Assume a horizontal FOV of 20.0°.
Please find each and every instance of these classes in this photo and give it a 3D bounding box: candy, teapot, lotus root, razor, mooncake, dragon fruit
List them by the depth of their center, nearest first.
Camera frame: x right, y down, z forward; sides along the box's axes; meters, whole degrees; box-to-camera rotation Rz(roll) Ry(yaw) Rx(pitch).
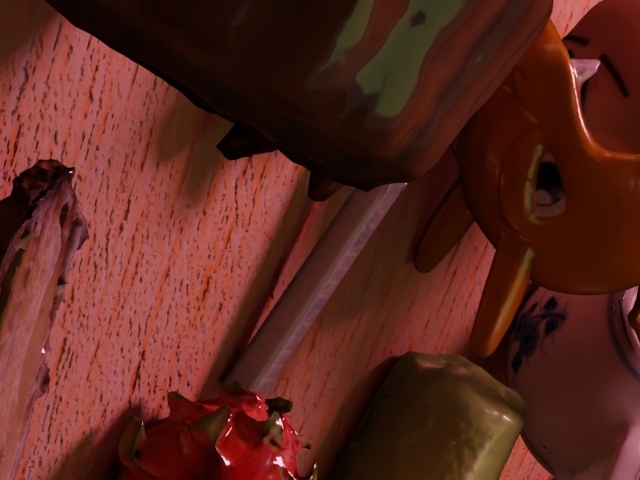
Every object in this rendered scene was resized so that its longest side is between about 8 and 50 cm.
[{"bbox_3d":[-0.030,-0.146,0.940,0.161,0.290,0.290,-55,153,6],"label":"mooncake"},{"bbox_3d":[-0.226,0.099,1.093,0.167,0.078,0.329,-50,161,-70],"label":"lotus root"},{"bbox_3d":[-0.107,0.201,1.334,0.236,0.135,0.137,-33,153,-9],"label":"dragon fruit"},{"bbox_3d":[0.008,0.006,1.391,0.111,0.056,0.278,10,109,-62],"label":"razor"},{"bbox_3d":[0.067,0.265,1.664,0.343,0.142,0.132,-63,165,10],"label":"candy"},{"bbox_3d":[0.294,0.151,1.824,0.280,0.252,0.424,-51,-168,51],"label":"teapot"}]

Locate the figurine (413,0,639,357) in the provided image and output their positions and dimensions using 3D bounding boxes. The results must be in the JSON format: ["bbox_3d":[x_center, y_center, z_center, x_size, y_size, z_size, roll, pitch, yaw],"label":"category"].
[{"bbox_3d":[0.296,-0.040,1.526,0.387,0.268,0.401,-3,88,-21],"label":"figurine"}]

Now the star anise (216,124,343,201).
[{"bbox_3d":[0.034,-0.139,1.218,0.272,0.102,0.272,-26,132,-33],"label":"star anise"}]

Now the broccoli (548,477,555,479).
[{"bbox_3d":[0.320,0.424,2.142,0.275,0.308,0.308,-36,155,12],"label":"broccoli"}]
